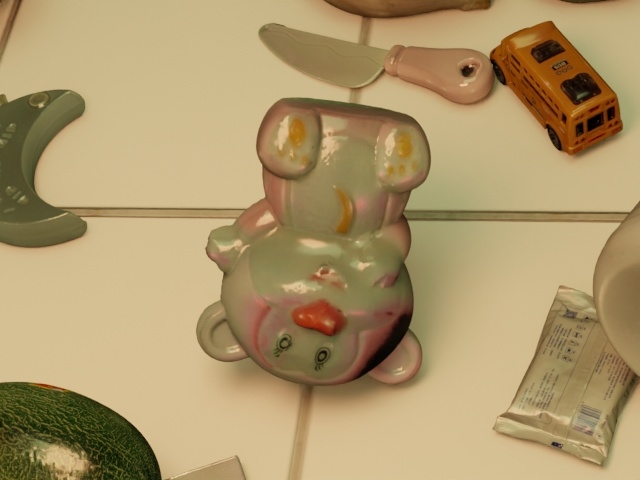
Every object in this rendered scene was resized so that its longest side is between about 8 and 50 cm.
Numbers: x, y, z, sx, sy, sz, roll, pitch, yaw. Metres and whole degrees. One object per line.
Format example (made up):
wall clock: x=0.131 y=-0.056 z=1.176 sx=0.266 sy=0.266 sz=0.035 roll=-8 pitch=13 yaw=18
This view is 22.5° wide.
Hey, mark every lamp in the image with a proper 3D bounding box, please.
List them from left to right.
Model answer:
lamp: x=0.000 y=0.000 z=1.728 sx=0.247 sy=0.301 sz=0.247 roll=6 pitch=12 yaw=-9

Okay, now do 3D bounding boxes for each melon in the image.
melon: x=-0.281 y=0.240 z=1.645 sx=0.288 sy=0.182 sz=0.182 roll=14 pitch=57 yaw=21

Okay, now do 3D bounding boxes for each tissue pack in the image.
tissue pack: x=0.276 y=0.141 z=1.711 sx=0.123 sy=0.026 sz=0.193 roll=18 pitch=58 yaw=22

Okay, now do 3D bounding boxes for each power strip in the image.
power strip: x=-0.371 y=-0.097 z=2.006 sx=0.168 sy=0.054 sz=0.253 roll=-11 pitch=52 yaw=1

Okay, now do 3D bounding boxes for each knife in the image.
knife: x=0.061 y=-0.222 z=2.041 sx=0.336 sy=0.043 sz=0.081 roll=12 pitch=62 yaw=27

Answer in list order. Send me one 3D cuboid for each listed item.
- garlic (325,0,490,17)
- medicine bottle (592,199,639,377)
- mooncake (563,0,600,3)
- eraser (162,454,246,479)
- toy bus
garlic: x=0.068 y=-0.441 z=2.079 sx=0.246 sy=0.231 sz=0.340 roll=-25 pitch=58 yaw=-5
medicine bottle: x=0.447 y=0.004 z=1.646 sx=0.245 sy=0.245 sz=0.306 roll=25 pitch=52 yaw=27
mooncake: x=0.351 y=-0.431 z=2.078 sx=0.275 sy=0.135 sz=0.275 roll=-3 pitch=55 yaw=5
eraser: x=-0.113 y=0.303 z=1.664 sx=0.104 sy=0.023 sz=0.150 roll=-19 pitch=51 yaw=-4
toy bus: x=0.280 y=-0.196 z=1.933 sx=0.083 sy=0.088 sz=0.194 roll=-27 pitch=53 yaw=-9
